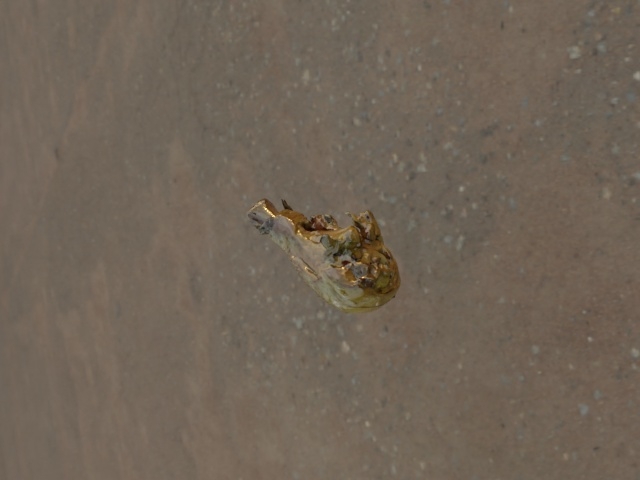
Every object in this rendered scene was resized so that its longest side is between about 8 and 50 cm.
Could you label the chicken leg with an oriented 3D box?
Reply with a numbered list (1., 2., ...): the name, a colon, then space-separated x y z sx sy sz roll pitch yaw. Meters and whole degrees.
1. chicken leg: -0.001 0.003 0.894 0.207 0.085 0.101 34 139 29
